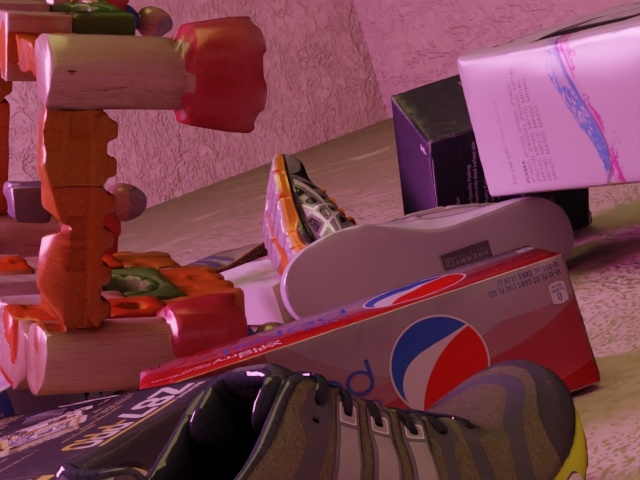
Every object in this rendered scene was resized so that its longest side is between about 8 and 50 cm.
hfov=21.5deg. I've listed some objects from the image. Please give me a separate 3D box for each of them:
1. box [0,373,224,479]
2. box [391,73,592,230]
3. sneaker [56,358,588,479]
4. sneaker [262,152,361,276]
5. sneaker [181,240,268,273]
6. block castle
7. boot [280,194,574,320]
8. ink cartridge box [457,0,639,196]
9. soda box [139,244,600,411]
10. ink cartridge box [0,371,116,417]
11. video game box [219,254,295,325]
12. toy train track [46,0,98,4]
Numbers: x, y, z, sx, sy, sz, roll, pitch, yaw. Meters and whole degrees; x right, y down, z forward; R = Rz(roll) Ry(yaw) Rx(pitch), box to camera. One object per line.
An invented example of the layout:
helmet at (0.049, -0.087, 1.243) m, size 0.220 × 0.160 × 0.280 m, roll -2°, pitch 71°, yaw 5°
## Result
box at (-0.250, 0.186, 0.833) m, size 0.318 × 0.097 × 0.395 m, roll -16°, pitch 6°, yaw 28°
box at (0.158, -0.073, 1.555) m, size 0.158 × 0.156 × 0.093 m, roll -19°, pitch 40°, yaw -12°
sneaker at (0.011, 0.102, 0.729) m, size 0.111 × 0.121 × 0.300 m, roll -11°, pitch 9°, yaw 43°
sneaker at (0.000, 0.000, 1.536) m, size 0.083 × 0.084 × 0.215 m, roll -7°, pitch 46°, yaw -14°
sneaker at (-0.122, 0.052, 1.782) m, size 0.192 × 0.064 × 0.086 m, roll -21°, pitch 0°, yaw -29°
block castle at (-0.170, -0.056, 1.400) m, size 0.212 × 0.303 × 0.453 m, roll -1°, pitch 14°, yaw -22°
boot at (0.077, 0.025, 1.412) m, size 0.258 × 0.095 × 0.123 m, roll -11°, pitch -2°, yaw -19°
ink cartridge box at (0.293, -0.129, 1.343) m, size 0.226 × 0.131 × 0.306 m, roll -21°, pitch 11°, yaw -34°
soda box at (0.026, 0.083, 1.016) m, size 0.263 × 0.083 × 0.092 m, roll -18°, pitch 6°, yaw -4°
ink cartridge box at (-0.296, 0.146, 1.429) m, size 0.185 × 0.065 × 0.311 m, roll -13°, pitch 5°, yaw 25°
video game box at (-0.013, 0.034, 1.675) m, size 0.187 × 0.048 × 0.205 m, roll -24°, pitch 9°, yaw -27°
toy train track at (-0.178, -0.197, 1.328) m, size 0.083 × 0.014 × 0.048 m, roll -15°, pitch 20°, yaw -40°
